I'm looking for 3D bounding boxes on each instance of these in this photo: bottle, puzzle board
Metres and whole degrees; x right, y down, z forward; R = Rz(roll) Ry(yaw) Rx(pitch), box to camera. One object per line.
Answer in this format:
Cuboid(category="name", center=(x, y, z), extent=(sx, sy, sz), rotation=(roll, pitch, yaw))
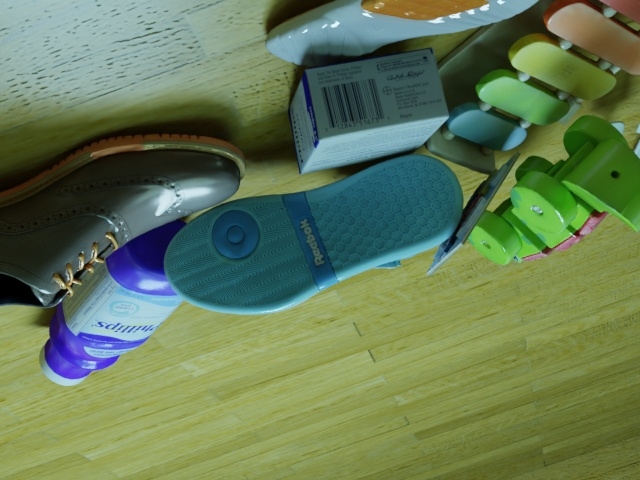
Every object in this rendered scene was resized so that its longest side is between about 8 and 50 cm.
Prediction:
Cuboid(category="bottle", center=(-0.243, 0.078, 1.247), extent=(0.118, 0.092, 0.283), rotation=(6, 144, -38))
Cuboid(category="puzzle board", center=(0.156, -0.028, 1.110), extent=(0.128, 0.011, 0.096), rotation=(-55, 180, -26))

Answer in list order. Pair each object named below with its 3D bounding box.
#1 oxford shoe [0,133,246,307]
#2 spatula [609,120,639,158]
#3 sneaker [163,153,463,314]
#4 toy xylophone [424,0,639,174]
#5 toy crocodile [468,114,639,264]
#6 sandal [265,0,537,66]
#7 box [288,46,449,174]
Cuboid(category="oxford shoe", center=(-0.241, -0.002, 1.063), extent=(0.364, 0.132, 0.130), rotation=(-18, 152, 0))
Cuboid(category="spatula", center=(0.392, -0.118, 1.280), extent=(0.168, 0.019, 0.242), rotation=(-21, 164, 5))
Cuboid(category="sneaker", center=(0.000, 0.000, 1.177), extent=(0.319, 0.127, 0.208), rotation=(-14, 178, 6))
Cuboid(category="toy xylophone", center=(0.259, -0.184, 1.073), extent=(0.236, 0.081, 0.323), rotation=(7, 144, -39))
Cuboid(category="toy crocodile", center=(0.244, -0.034, 1.121), extent=(0.115, 0.105, 0.340), rotation=(-45, 180, -18))
Cuboid(category="sandal", center=(0.061, -0.218, 0.919), extent=(0.265, 0.076, 0.102), rotation=(-9, 164, 32))
Cuboid(category="box", center=(0.041, -0.122, 1.029), extent=(0.126, 0.072, 0.137), rotation=(-11, 172, -11))
